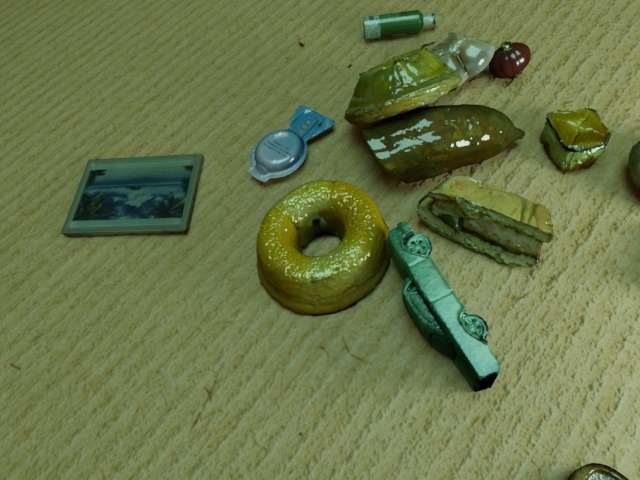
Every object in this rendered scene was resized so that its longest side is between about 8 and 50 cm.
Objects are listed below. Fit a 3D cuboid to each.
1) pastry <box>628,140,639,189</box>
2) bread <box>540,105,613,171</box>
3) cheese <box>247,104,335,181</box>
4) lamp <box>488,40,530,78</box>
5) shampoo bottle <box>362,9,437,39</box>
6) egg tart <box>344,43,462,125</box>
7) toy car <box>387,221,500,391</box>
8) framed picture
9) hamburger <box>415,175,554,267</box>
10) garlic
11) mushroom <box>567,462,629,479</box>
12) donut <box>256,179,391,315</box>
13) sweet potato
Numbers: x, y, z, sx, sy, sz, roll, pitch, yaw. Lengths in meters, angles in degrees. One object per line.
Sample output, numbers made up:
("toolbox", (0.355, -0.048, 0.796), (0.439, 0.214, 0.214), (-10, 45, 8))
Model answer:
("pastry", (0.737, -0.144, 0.960), (0.192, 0.093, 0.182), (-18, 59, -7))
("bread", (0.570, -0.228, 1.046), (0.127, 0.069, 0.140), (-12, 56, 1))
("cheese", (-0.080, -0.236, 1.157), (0.135, 0.052, 0.245), (33, 69, 21))
("lamp", (0.472, -0.449, 1.174), (0.101, 0.090, 0.101), (-26, 30, 16))
("shampoo bottle", (0.222, -0.606, 1.315), (0.204, 0.065, 0.065), (-5, 60, 6))
("egg tart", (0.173, -0.355, 1.077), (0.290, 0.115, 0.290), (-21, 18, 7))
("toy car", (0.212, 0.119, 0.864), (0.097, 0.141, 0.321), (-28, 60, -1))
("framed picture", (-0.456, -0.113, 1.159), (0.314, 0.024, 0.232), (-1, 59, 7))
("hamburger", (0.332, -0.050, 0.962), (0.262, 0.124, 0.131), (26, 49, 16))
("garlic", (0.346, -0.443, 1.185), (0.174, 0.099, 0.124), (-44, 52, 6))
("mushroom", (0.432, 0.407, 0.720), (0.123, 0.052, 0.123), (-1, 56, 1))
("donut", (0.000, 0.000, 0.981), (0.302, 0.110, 0.303), (-4, 59, 6))
("sweet potato", (0.280, -0.229, 1.044), (0.369, 0.158, 0.158), (-14, 60, 1))
